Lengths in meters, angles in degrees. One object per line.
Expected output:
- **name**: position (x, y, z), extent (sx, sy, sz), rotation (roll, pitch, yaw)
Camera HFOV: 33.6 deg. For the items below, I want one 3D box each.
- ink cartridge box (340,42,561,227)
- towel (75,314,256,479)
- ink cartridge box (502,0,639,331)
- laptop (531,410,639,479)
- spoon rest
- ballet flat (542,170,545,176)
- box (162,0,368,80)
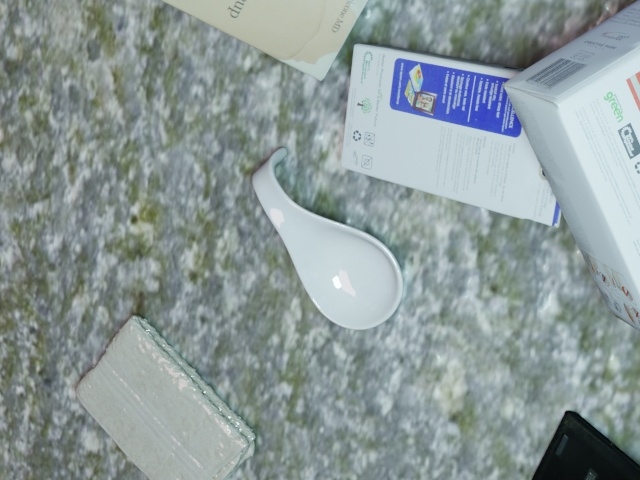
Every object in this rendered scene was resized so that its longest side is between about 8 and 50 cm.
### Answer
- **ink cartridge box**: position (0.170, -0.133, 1.269), extent (0.332, 0.065, 0.165), rotation (21, 110, 41)
- **towel**: position (-0.238, 0.267, 1.616), extent (0.282, 0.049, 0.187), rotation (46, 115, 12)
- **ink cartridge box**: position (0.386, -0.092, 1.102), extent (0.271, 0.130, 0.309), rotation (-31, 112, -4)
- **laptop**: position (0.445, 0.482, 1.344), extent (0.408, 0.236, 0.382), rotation (42, 119, 44)
- **spoon rest**: position (0.000, 0.000, 1.421), extent (0.137, 0.084, 0.276), rotation (-44, 80, 27)
- **ballet flat**: position (0.266, -0.150, 1.266), extent (0.079, 0.077, 0.222), rotation (27, 116, 22)
- **box**: position (-0.102, -0.338, 1.296), extent (0.311, 0.121, 0.148), rotation (24, 114, -15)
